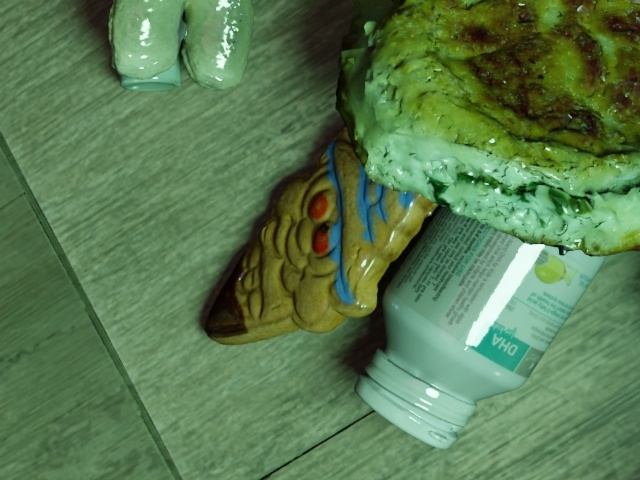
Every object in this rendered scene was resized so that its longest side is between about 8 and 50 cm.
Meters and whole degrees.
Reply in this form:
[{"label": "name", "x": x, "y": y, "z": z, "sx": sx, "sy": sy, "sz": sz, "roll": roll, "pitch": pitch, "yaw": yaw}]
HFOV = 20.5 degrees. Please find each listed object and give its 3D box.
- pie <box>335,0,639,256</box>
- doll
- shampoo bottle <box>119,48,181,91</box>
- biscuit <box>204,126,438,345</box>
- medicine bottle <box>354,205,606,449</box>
[{"label": "pie", "x": 0.170, "y": -0.126, "z": 1.363, "sx": 0.355, "sy": 0.103, "sz": 0.288, "roll": 22, "pitch": 50, "yaw": 14}, {"label": "doll", "x": -0.094, "y": -0.265, "z": 1.477, "sx": 0.149, "sy": 0.175, "sz": 0.278, "roll": 9, "pitch": 96, "yaw": 33}, {"label": "shampoo bottle", "x": -0.151, "y": -0.230, "z": 1.543, "sx": 0.056, "sy": 0.056, "sz": 0.195, "roll": -3, "pitch": 86, "yaw": 15}, {"label": "biscuit", "x": 0.000, "y": 0.000, "z": 1.456, "sx": 0.280, "sy": 0.043, "sz": 0.183, "roll": -34, "pitch": 41, "yaw": 26}, {"label": "medicine bottle", "x": 0.121, "y": 0.054, "z": 1.409, "sx": 0.135, "sy": 0.135, "sz": 0.215, "roll": 34, "pitch": 95, "yaw": 15}]
